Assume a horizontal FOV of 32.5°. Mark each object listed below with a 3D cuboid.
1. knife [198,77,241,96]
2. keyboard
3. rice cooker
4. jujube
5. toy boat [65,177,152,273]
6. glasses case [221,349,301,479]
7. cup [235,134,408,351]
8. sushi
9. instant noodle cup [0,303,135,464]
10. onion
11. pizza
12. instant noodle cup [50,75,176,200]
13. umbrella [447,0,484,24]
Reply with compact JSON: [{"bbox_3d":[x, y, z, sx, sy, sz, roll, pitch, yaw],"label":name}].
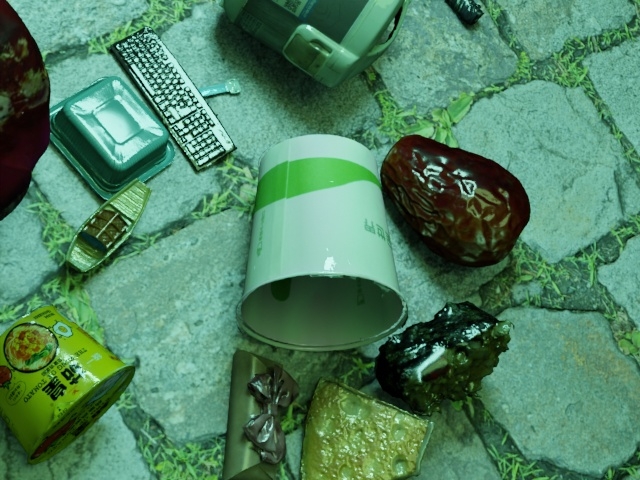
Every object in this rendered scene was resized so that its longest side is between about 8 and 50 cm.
[{"bbox_3d":[-0.175,-0.245,1.796,0.096,0.010,0.027,-16,76,-26],"label":"knife"},{"bbox_3d":[-0.233,-0.230,1.754,0.087,0.017,0.250,-33,84,-22],"label":"keyboard"},{"bbox_3d":[0.009,-0.411,1.795,0.277,0.288,0.288,34,59,-7],"label":"rice cooker"},{"bbox_3d":[0.220,-0.069,1.817,0.255,0.190,0.190,34,57,12],"label":"jujube"},{"bbox_3d":[-0.310,-0.020,1.606,0.065,0.066,0.172,38,59,-2],"label":"toy boat"},{"bbox_3d":[-0.077,0.256,1.590,0.102,0.070,0.193,13,64,-20],"label":"glasses case"},{"bbox_3d":[0.000,0.000,1.644,0.253,0.253,0.274,11,59,-20],"label":"cup"},{"bbox_3d":[0.191,0.192,1.692,0.212,0.147,0.115,-23,44,-27],"label":"sushi"},{"bbox_3d":[-0.358,0.180,1.443,0.144,0.182,0.182,45,58,9],"label":"instant noodle cup"},{"bbox_3d":[-0.582,-0.206,1.453,0.398,0.398,0.420,-20,36,-30],"label":"onion"},{"bbox_3d":[0.057,0.322,1.626,0.188,0.080,0.204,17,71,9],"label":"pizza"},{"bbox_3d":[-0.316,-0.167,1.666,0.179,0.070,0.157,48,57,2],"label":"instant noodle cup"},{"bbox_3d":[0.238,-0.485,2.066,0.050,0.046,0.188,-36,82,-24],"label":"umbrella"}]
